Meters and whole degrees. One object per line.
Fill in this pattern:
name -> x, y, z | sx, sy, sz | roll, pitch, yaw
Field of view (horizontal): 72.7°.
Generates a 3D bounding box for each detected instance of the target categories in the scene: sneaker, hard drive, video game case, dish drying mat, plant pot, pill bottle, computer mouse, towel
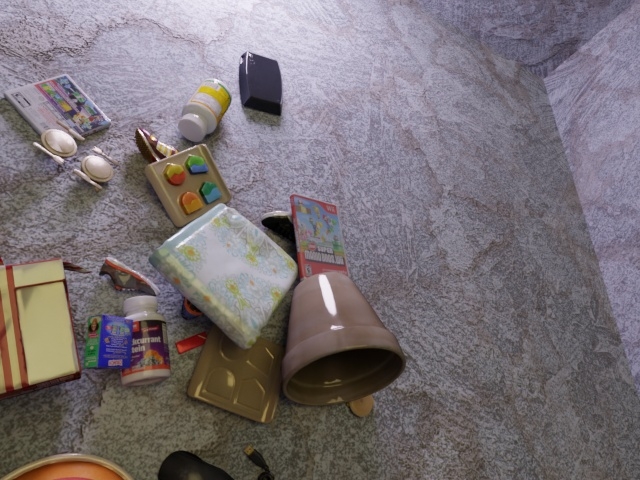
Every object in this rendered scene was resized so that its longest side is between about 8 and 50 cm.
sneaker -> -0.084, -0.015, 1.384 | 0.216, 0.079, 0.121 | 10, 58, -27
sneaker -> -0.486, 0.106, 1.105 | 0.157, 0.061, 0.065 | 34, 79, -9
hard drive -> -0.221, -0.603, 1.652 | 0.171, 0.054, 0.255 | 8, 60, -27
video game case -> 0.000, 0.000, 1.385 | 0.204, 0.025, 0.286 | 11, 62, -43
dish drying mat -> -0.331, 0.264, 1.126 | 0.083, 0.008, 0.032 | -17, 75, -37
plant pot -> 0.033, 0.252, 1.189 | 0.322, 0.323, 0.281 | 8, 43, -27
pill bottle -> -0.377, -0.421, 1.415 | 0.117, 0.117, 0.209 | 28, 52, -14
sneaker -> -0.476, -0.264, 1.304 | 0.084, 0.069, 0.186 | -39, 95, -39
video game case -> -0.740, -0.371, 1.233 | 0.201, 0.023, 0.183 | 47, 51, 2
pill bottle -> -0.418, 0.235, 1.026 | 0.108, 0.108, 0.194 | -1, 64, -31
computer mouse -> -0.223, 0.543, 0.999 | 0.262, 0.060, 0.184 | 41, 52, -5
towel -> -0.230, 0.071, 1.165 | 0.320, 0.090, 0.374 | 42, 28, -4
sneaker -> -0.321, 0.123, 1.168 | 0.083, 0.087, 0.221 | 39, 33, -14

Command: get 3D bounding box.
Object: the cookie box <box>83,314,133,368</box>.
cookie box -> -0.452, 0.220, 0.932 | 0.092, 0.040, 0.107 | 39, 42, -62

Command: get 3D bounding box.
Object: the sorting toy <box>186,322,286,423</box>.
sorting toy -> -0.200, 0.305, 1.166 | 0.228, 0.041, 0.307 | 26, 49, -16

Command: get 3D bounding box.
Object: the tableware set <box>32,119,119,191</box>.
tableware set -> -0.657, -0.219, 1.170 | 0.194, 0.039, 0.128 | 39, 35, -26

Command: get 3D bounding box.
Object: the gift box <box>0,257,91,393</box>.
gift box -> -0.602, 0.172, 0.871 | 0.276, 0.255, 0.258 | -10, 77, -36

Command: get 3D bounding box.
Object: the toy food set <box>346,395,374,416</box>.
toy food set -> 0.116, 0.469, 1.267 | 0.082, 0.020, 0.083 | 44, 51, -2

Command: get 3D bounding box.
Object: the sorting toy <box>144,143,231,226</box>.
sorting toy -> -0.380, -0.167, 1.282 | 0.208, 0.038, 0.193 | -36, 107, -38

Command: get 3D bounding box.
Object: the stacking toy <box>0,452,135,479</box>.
stacking toy -> -0.405, 0.497, 0.646 | 0.350, 0.480, 0.351 | 14, 57, -23
